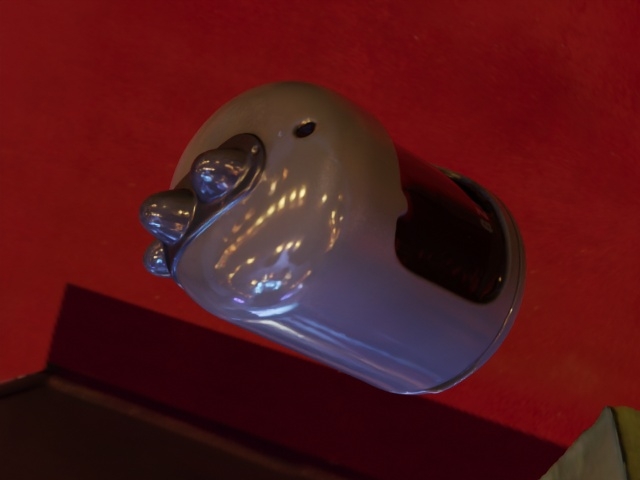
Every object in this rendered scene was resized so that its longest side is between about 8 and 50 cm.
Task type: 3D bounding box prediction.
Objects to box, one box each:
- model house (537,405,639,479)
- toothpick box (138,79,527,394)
[{"bbox_3d":[0.244,0.240,0.718,0.189,0.195,0.214,6,50,-10],"label":"model house"},{"bbox_3d":[0.000,0.000,0.951,0.229,0.316,0.229,-19,59,35],"label":"toothpick box"}]
